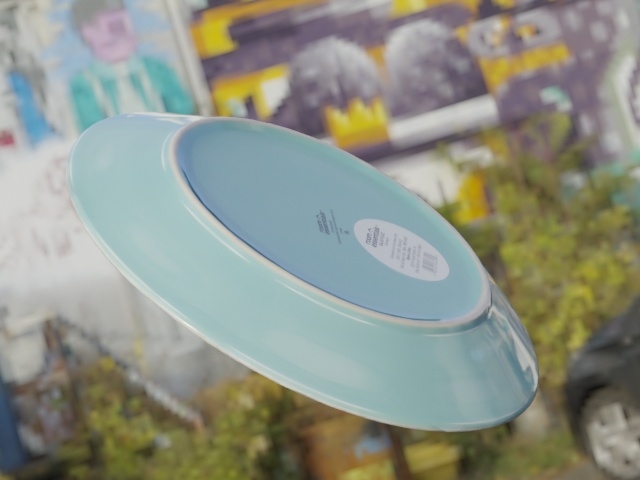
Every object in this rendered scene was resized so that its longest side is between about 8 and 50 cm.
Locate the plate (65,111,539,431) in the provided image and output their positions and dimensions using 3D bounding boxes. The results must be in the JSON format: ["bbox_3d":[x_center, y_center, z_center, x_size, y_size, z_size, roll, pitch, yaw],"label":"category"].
[{"bbox_3d":[0.000,0.000,0.696,0.188,0.188,0.024,-13,-44,-58],"label":"plate"}]
